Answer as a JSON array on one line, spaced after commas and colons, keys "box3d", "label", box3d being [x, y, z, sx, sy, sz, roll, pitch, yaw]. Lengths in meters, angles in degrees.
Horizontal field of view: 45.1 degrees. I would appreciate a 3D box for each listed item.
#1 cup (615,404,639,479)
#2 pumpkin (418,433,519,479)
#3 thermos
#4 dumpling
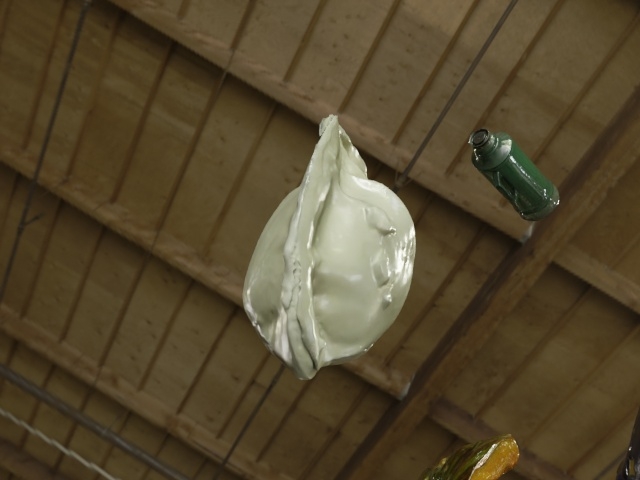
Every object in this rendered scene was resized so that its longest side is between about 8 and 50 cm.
[{"box3d": [0.365, 0.111, 0.667, 0.178, 0.255, 0.256, 4, -63, 5], "label": "cup"}, {"box3d": [0.158, 0.426, 1.075, 0.095, 0.290, 0.258, 27, -34, 0], "label": "pumpkin"}, {"box3d": [0.287, -0.102, 1.178, 0.187, 0.083, 0.073, 36, -7, -37], "label": "thermos"}, {"box3d": [0.000, 0.000, 0.994, 0.233, 0.395, 0.316, 1, -69, 16], "label": "dumpling"}]
